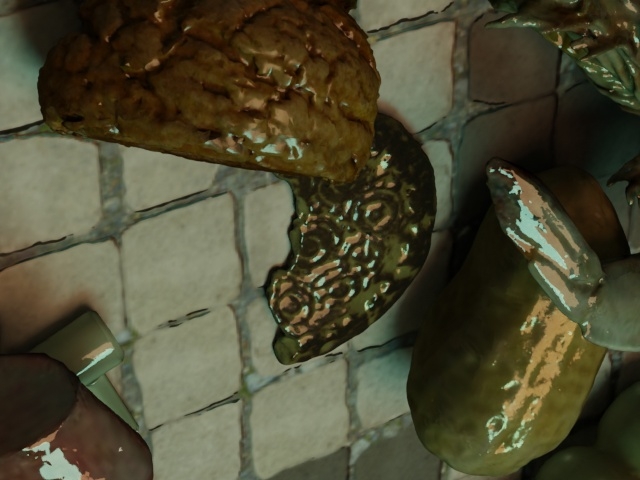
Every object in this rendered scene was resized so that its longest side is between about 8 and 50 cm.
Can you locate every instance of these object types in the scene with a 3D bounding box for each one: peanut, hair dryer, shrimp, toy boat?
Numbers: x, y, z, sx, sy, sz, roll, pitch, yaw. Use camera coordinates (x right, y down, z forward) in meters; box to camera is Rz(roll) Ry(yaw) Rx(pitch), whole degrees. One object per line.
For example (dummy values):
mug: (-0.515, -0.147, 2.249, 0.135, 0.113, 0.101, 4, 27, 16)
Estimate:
peanut: (0.141, 0.056, 1.115, 0.129, 0.129, 0.224, 20, 102, -41)
hair dryer: (-0.144, 0.100, 1.017, 0.063, 0.038, 0.124, -33, 140, -9)
shrimp: (0.184, -0.070, 1.031, 0.360, 0.085, 0.247, 39, 67, -29)
toy boat: (-0.176, 0.191, 0.992, 0.206, 0.096, 0.282, -12, 135, 13)

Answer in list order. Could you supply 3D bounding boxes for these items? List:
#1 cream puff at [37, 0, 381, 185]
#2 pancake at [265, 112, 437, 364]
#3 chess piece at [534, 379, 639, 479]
cream puff: (-0.051, -0.125, 0.853, 0.183, 0.183, 0.169, 9, 92, -38)
pancake: (0.000, 0.000, 1.054, 0.184, 0.020, 0.190, 12, 112, -40)
chess piece: (0.212, 0.243, 1.271, 0.330, 0.182, 0.182, -45, 135, -8)
